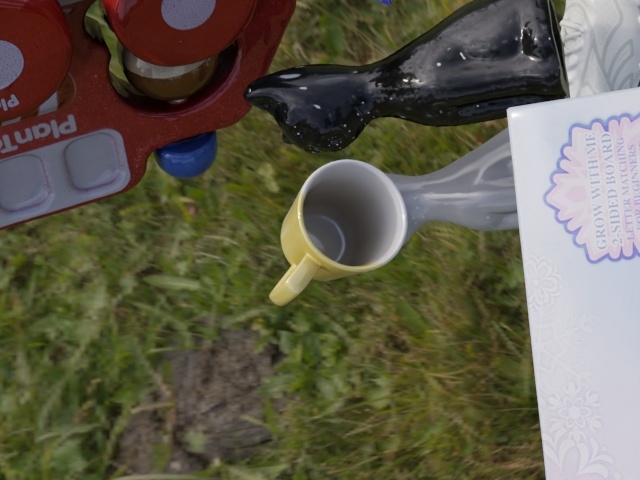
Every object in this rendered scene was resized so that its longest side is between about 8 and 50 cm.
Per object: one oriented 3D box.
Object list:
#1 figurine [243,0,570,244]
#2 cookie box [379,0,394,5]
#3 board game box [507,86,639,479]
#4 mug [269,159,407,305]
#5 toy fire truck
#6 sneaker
[{"bbox_3d":[0.078,-0.069,0.976,0.209,0.215,0.092,-12,54,15],"label":"figurine"},{"bbox_3d":[0.021,-0.250,1.177,0.092,0.107,0.040,24,83,17],"label":"cookie box"},{"bbox_3d":[0.252,0.077,0.591,0.318,0.066,0.319,-8,87,28],"label":"board game box"},{"bbox_3d":[0.001,-0.004,0.765,0.078,0.064,0.062,-17,82,-23],"label":"mug"},{"bbox_3d":[-0.163,-0.129,0.956,0.302,0.254,0.169,-18,49,-14],"label":"toy fire truck"},{"bbox_3d":[0.263,-0.156,1.330,0.118,0.110,0.292,-14,109,-5],"label":"sneaker"}]
